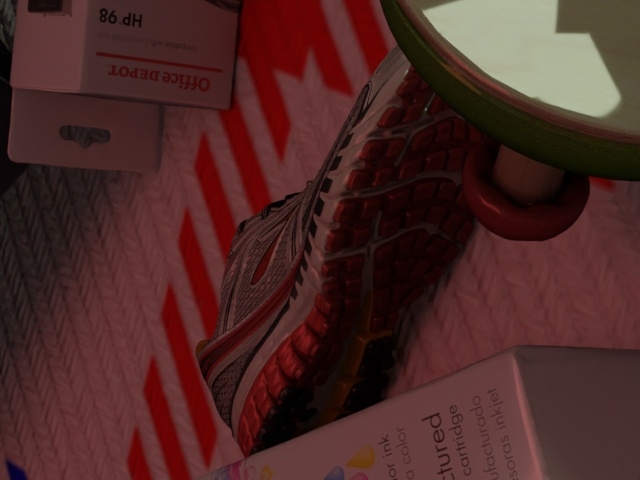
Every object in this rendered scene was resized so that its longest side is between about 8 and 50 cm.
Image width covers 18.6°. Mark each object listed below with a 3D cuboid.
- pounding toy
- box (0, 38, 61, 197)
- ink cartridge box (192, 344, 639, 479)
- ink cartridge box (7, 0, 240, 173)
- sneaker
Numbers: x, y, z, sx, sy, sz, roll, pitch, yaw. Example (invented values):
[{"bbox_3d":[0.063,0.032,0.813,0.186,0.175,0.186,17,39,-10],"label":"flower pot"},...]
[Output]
[{"bbox_3d":[0.091,-0.088,0.788,0.237,0.183,0.110,57,151,32],"label":"pounding toy"},{"bbox_3d":[-0.338,-0.061,1.087,0.296,0.183,0.294,-47,39,6],"label":"box"},{"bbox_3d":[0.014,0.195,0.856,0.353,0.119,0.207,-28,69,41],"label":"ink cartridge box"},{"bbox_3d":[-0.096,-0.124,1.000,0.060,0.104,0.180,7,93,44],"label":"ink cartridge box"},{"bbox_3d":[0.000,0.000,0.906,0.093,0.088,0.225,47,119,38],"label":"sneaker"}]
